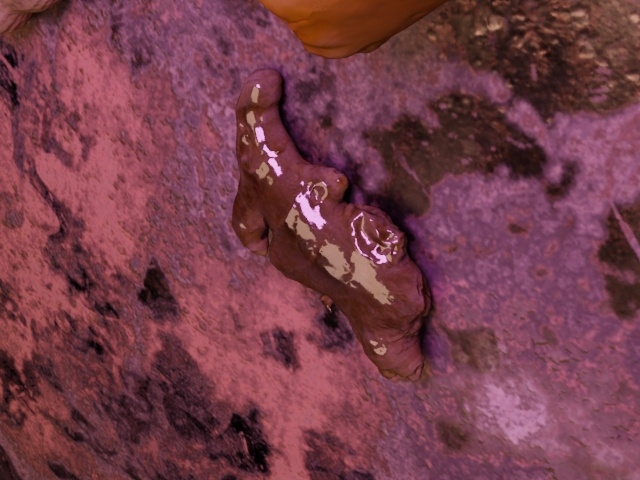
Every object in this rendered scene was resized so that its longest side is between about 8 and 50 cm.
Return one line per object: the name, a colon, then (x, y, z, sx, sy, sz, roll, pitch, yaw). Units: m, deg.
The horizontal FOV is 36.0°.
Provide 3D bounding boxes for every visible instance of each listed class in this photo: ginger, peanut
ginger: (0.002, 0.001, 0.976, 0.333, 0.080, 0.166, 47, 126, 3)
peanut: (-0.328, -0.287, 1.084, 0.187, 0.082, 0.082, -15, 106, 45)

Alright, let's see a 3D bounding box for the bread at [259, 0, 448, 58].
bread: (0.038, -0.333, 0.598, 0.394, 0.250, 0.361, -24, 100, 46)
